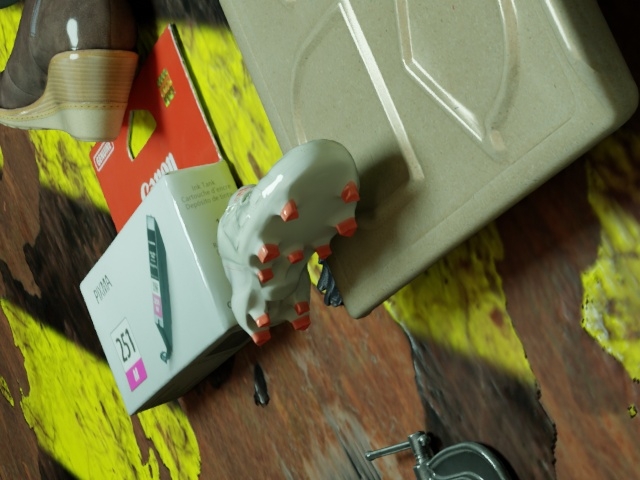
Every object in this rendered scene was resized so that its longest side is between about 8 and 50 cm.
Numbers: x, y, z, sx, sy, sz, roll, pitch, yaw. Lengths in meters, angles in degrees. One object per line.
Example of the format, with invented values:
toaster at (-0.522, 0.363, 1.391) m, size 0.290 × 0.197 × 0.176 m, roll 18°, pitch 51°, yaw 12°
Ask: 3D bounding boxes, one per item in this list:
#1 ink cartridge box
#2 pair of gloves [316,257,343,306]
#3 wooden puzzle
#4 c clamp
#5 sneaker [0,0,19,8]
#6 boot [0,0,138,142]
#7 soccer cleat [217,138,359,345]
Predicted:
ink cartridge box at (-0.138, -0.006, 1.203) m, size 0.239 × 0.060 × 0.275 m, roll 67°, pitch 152°, yaw 10°
pair of gloves at (0.000, 0.000, 0.998) m, size 0.083 × 0.010 × 0.074 m, roll 51°, pitch 144°, yaw 32°
wooden puzzle at (0.033, -0.154, 0.783) m, size 0.322 × 0.080 × 0.348 m, roll 68°, pitch 157°, yaw 11°
c clamp at (0.094, 0.187, 0.921) m, size 0.137 × 0.022 × 0.161 m, roll -40°, pitch 68°, yaw 56°
sneaker at (-0.134, -0.206, 0.849) m, size 0.148 × 0.131 × 0.350 m, roll 41°, pitch 153°, yaw 0°
boot at (-0.211, -0.194, 1.238) m, size 0.248 × 0.090 × 0.207 m, roll 17°, pitch 108°, yaw 60°
soccer cleat at (-0.027, -0.010, 0.841) m, size 0.196 × 0.068 × 0.076 m, roll 110°, pitch 139°, yaw -60°
